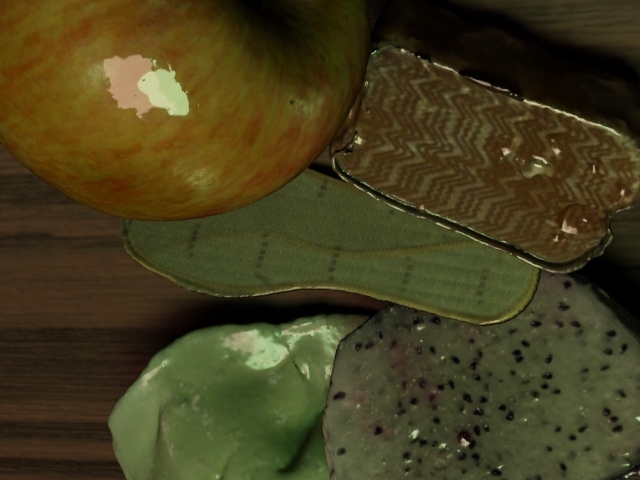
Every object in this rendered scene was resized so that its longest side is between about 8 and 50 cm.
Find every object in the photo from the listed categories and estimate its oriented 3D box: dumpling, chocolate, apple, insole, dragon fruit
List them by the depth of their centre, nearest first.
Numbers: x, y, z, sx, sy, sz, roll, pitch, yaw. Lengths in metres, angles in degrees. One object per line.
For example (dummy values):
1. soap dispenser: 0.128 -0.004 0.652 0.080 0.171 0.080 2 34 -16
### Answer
1. apple: -0.109 -0.135 0.959 0.264 0.264 0.264 10 136 10
2. chocolate: 0.123 -0.078 1.047 0.214 0.093 0.148 22 138 -1
3. insole: 0.000 0.000 1.149 0.348 0.119 0.009 10 169 21
4. dragon fruit: 0.142 0.139 1.185 0.283 0.221 0.204 -30 164 8
5. dumpling: -0.016 0.207 1.321 0.320 0.270 0.212 13 165 -27
